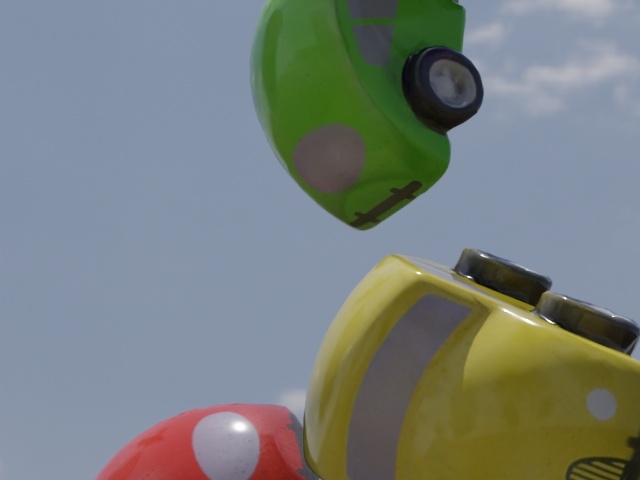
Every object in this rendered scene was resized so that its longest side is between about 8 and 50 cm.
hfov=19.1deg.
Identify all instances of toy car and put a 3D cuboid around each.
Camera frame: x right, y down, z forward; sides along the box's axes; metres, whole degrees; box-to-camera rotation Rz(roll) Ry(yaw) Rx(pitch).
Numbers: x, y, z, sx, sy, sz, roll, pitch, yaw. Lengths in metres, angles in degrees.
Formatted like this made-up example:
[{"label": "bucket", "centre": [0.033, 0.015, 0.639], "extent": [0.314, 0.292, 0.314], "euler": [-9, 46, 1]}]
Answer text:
[{"label": "toy car", "centre": [0.000, 0.000, 0.490], "extent": [0.053, 0.225, 0.239], "euler": [20, -30, -23]}]
